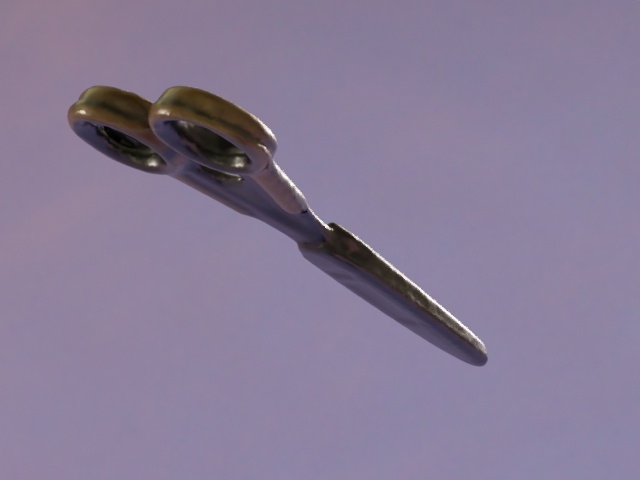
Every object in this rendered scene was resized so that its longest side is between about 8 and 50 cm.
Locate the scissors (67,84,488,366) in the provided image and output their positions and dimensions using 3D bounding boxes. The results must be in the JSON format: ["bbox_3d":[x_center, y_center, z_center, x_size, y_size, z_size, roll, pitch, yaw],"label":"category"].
[{"bbox_3d":[0.000,0.000,0.703,0.088,0.017,0.220,1,154,44],"label":"scissors"}]
